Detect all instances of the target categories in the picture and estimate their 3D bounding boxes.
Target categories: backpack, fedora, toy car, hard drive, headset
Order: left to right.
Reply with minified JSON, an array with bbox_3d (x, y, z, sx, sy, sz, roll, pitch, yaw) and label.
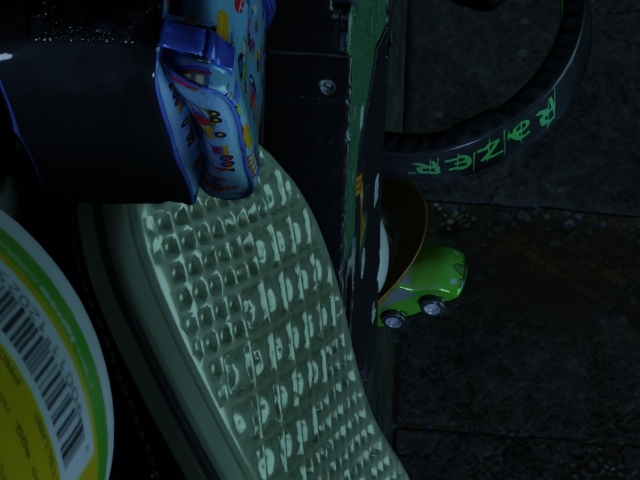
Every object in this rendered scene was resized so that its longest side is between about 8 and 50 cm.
[{"bbox_3d":[-0.080,-0.116,0.829,0.158,0.117,0.173,83,10,-65],"label":"backpack"},{"bbox_3d":[0.000,0.000,1.648,0.079,0.194,0.194,45,37,-31],"label":"fedora"},{"bbox_3d":[0.003,-0.035,1.317,0.237,0.064,0.339,-68,162,-69],"label":"hard drive"},{"bbox_3d":[0.027,0.050,1.689,0.053,0.225,0.239,40,43,-32],"label":"toy car"},{"bbox_3d":[0.068,-0.215,1.551,0.185,0.243,0.394,58,9,-62],"label":"headset"}]

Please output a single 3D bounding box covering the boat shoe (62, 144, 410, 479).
[{"bbox_3d":[-0.057,0.114,1.080,0.500,0.156,0.187,68,28,-51],"label":"boat shoe"}]

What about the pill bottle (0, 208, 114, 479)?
[{"bbox_3d":[-0.133,0.075,0.381,0.245,0.136,0.136,-65,159,-72],"label":"pill bottle"}]

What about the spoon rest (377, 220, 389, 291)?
[{"bbox_3d":[-0.010,-0.056,1.566,0.084,0.137,0.276,-49,-148,42],"label":"spoon rest"}]
